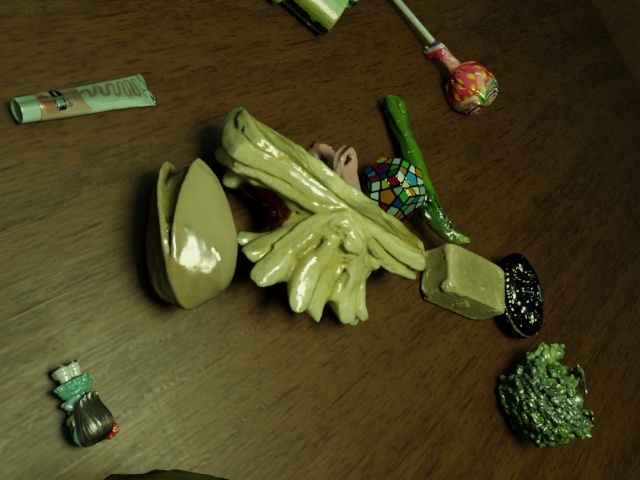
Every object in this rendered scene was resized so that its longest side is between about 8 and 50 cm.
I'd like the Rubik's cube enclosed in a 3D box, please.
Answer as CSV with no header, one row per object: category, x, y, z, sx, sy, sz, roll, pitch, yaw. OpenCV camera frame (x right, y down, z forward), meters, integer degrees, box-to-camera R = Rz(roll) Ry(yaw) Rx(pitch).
Rubik's cube,0.138,-0.097,1.063,0.133,0.111,0.133,17,62,-34

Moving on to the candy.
candy,0.288,-0.463,1.341,0.365,0.124,0.124,47,50,-4

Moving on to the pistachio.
pistachio,-0.181,-0.011,0.772,0.126,0.152,0.223,-9,63,5

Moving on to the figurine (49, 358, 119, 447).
figurine,-0.286,0.197,0.666,0.106,0.047,0.060,61,13,9

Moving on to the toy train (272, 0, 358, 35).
toy train,-0.048,-0.559,1.099,0.307,0.126,0.190,34,55,-23

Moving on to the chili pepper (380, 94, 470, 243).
chili pepper,0.207,-0.144,1.149,0.085,0.076,0.359,17,50,-58

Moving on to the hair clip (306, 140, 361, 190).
hair clip,0.019,-0.113,1.034,0.123,0.102,0.138,-50,137,-37

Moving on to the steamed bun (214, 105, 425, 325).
steamed bun,0.000,0.000,0.881,0.427,0.189,0.247,32,13,-31

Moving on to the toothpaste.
toothpaste,-0.335,-0.204,0.796,0.205,0.036,0.056,-28,89,-45

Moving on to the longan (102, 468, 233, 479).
longan,-0.139,0.406,0.473,0.390,0.391,0.392,15,63,-32

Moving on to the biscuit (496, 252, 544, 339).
biscuit,0.444,0.123,1.227,0.194,0.053,0.195,20,63,-44

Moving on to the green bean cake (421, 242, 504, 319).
green bean cake,0.292,0.086,1.126,0.179,0.085,0.109,23,57,-30

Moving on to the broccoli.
broccoli,0.478,0.314,1.147,0.274,0.177,0.199,14,60,-56
